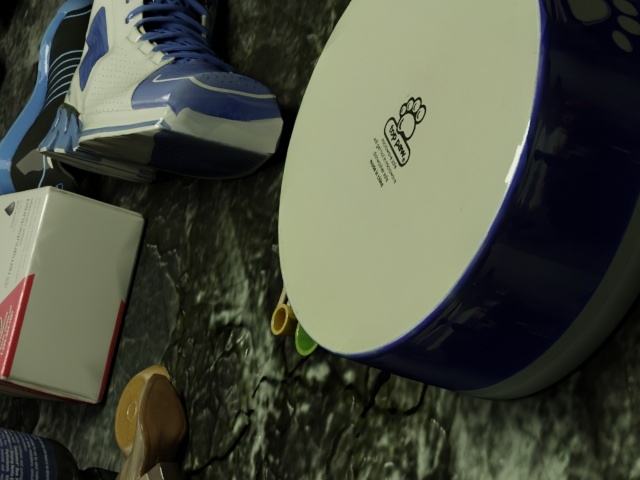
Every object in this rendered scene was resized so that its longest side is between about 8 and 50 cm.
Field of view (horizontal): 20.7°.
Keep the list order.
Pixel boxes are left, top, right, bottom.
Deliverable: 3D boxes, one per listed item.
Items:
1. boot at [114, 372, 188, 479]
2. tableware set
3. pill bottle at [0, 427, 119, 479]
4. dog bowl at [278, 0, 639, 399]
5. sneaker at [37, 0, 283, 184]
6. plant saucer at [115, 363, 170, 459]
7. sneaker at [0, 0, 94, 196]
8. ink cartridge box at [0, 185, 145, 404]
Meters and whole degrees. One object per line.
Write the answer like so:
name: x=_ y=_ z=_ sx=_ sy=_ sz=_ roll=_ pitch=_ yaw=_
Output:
boot: x=-0.137 y=0.173 z=1.347 sx=0.087 sy=0.042 sz=0.118 roll=-50 pitch=35 yaw=40
tableware set: x=0.000 y=0.000 z=1.214 sx=0.104 sy=0.024 sz=0.154 roll=24 pitch=95 yaw=62
pill bottle: x=-0.264 y=0.205 z=1.366 sx=0.123 sy=0.219 sz=0.122 roll=-38 pitch=43 yaw=48
dog bowl: x=0.085 y=-0.047 z=1.001 sx=0.265 sy=0.104 sz=0.264 roll=-37 pitch=45 yaw=48
sneaker: x=-0.137 y=-0.149 z=1.434 sx=0.315 sy=0.127 sz=0.182 roll=2 pitch=79 yaw=63
plant saucer: x=-0.146 y=0.139 z=1.408 sx=0.083 sy=0.015 sz=0.083 roll=-38 pitch=44 yaw=48
sneaker: x=-0.224 y=-0.133 z=1.648 sx=0.090 sy=0.081 sz=0.232 roll=5 pitch=63 yaw=26
ink cartridge box: x=-0.266 y=0.051 z=1.581 sx=0.237 sy=0.100 sz=0.172 roll=-5 pitch=70 yaw=60
